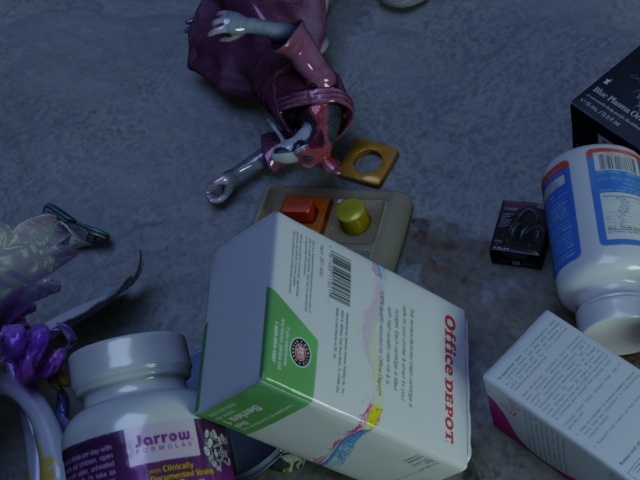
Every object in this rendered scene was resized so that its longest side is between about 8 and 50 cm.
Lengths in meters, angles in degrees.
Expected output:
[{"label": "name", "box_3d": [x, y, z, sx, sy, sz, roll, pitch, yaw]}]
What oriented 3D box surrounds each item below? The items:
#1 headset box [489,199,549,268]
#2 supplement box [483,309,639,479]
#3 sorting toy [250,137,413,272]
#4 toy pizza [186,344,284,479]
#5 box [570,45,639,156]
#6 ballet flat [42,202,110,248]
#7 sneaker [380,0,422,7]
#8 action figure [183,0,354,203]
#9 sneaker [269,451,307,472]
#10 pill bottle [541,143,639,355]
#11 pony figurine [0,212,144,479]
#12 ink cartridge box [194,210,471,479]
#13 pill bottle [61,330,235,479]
[{"label": "headset box", "box_3d": [0.243, -0.011, 1.583, 0.062, 0.032, 0.083, 8, 59, 20]}, {"label": "supplement box", "box_3d": [0.290, 0.190, 1.378, 0.220, 0.111, 0.114, 34, 69, 31]}, {"label": "sorting toy", "box_3d": [0.000, 0.000, 1.629, 0.196, 0.047, 0.347, 6, 57, 19]}, {"label": "toy pizza", "box_3d": [-0.103, 0.196, 1.511, 0.201, 0.032, 0.201, -13, 51, 17]}, {"label": "box", "box_3d": [0.412, -0.146, 1.599, 0.158, 0.093, 0.156, -39, 55, -15]}, {"label": "ballet flat", "box_3d": [-0.323, -0.011, 1.732, 0.114, 0.041, 0.041, 25, 65, 29]}, {"label": "sneaker", "box_3d": [0.156, -0.462, 1.852, 0.101, 0.153, 0.268, 22, 63, 27]}, {"label": "action figure", "box_3d": [-0.039, -0.207, 1.734, 0.276, 0.248, 0.370, -9, 47, -26]}, {"label": "sneaker", "box_3d": [-0.023, 0.232, 1.485, 0.083, 0.031, 0.035, -25, 27, 3]}, {"label": "pill bottle", "box_3d": [0.321, 0.012, 1.488, 0.124, 0.124, 0.221, -7, 57, 10]}, {"label": "pony figurine", "box_3d": [-0.369, 0.145, 1.512, 0.351, 0.303, 0.363, -24, 68, 8]}, {"label": "ink cartridge box", "box_3d": [0.020, 0.125, 1.390, 0.117, 0.278, 0.201, -32, 42, 40]}, {"label": "pill bottle", "box_3d": [-0.170, 0.252, 1.343, 0.169, 0.169, 0.301, -15, 76, 4]}]
